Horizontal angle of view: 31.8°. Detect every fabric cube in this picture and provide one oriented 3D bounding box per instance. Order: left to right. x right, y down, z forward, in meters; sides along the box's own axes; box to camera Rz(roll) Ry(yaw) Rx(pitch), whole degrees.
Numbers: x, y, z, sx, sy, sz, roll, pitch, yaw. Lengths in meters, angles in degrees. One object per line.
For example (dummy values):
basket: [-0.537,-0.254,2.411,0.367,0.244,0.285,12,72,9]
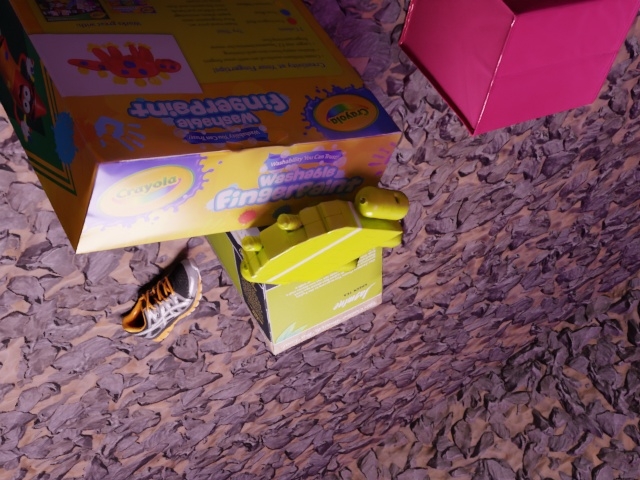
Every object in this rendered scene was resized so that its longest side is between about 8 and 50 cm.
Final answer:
fabric cube: [0.319,-0.363,1.844,0.258,0.254,0.259,-17,145,-25]

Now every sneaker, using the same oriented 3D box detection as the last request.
sneaker: [-0.295,0.114,2.107,0.083,0.084,0.215,9,130,-41]

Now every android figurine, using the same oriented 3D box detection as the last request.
android figurine: [0.000,0.000,1.551,0.248,0.056,0.273,-31,161,29]

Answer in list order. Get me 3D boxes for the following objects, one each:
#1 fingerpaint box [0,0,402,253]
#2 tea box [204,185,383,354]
fingerpaint box: [-0.179,-0.189,1.526,0.445,0.371,0.163,-10,141,-34]
tea box: [-0.068,-0.054,1.845,0.220,0.329,0.323,-25,148,-15]
